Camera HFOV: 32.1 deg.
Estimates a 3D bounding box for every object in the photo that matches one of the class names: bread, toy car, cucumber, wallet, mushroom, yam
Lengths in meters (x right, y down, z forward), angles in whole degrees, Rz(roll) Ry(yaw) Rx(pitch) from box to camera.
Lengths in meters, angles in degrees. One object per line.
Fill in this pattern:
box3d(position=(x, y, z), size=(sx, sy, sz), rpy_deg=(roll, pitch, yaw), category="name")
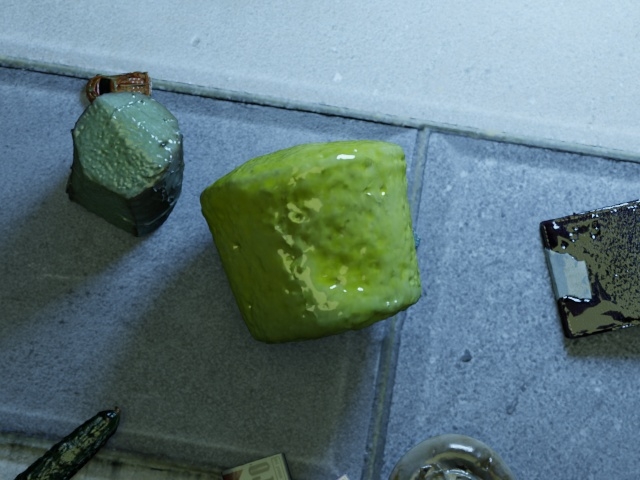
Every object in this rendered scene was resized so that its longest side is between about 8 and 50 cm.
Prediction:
box3d(position=(0.000, 0.000, 1.817), size=(0.348, 0.348, 0.307), rpy_deg=(-17, 87, -1), category="bread")
box3d(position=(-0.367, -0.277, 2.021), size=(0.122, 0.035, 0.059), rpy_deg=(-3, 84, -1), category="toy car")
box3d(position=(-0.450, 0.387, 1.899), size=(0.293, 0.067, 0.067), rpy_deg=(-41, 82, -6), category="cucumber")
box3d(position=(0.531, 0.042, 1.928), size=(0.262, 0.071, 0.221), rpy_deg=(-12, 81, 7), category="wallet")
box3d(position=(0.217, 0.428, 1.816), size=(0.226, 0.178, 0.226), rpy_deg=(0, 71, 0), category="mushroom")
box3d(position=(-0.326, -0.137, 1.882), size=(0.202, 0.271, 0.201), rpy_deg=(30, 81, 0), category="yam")

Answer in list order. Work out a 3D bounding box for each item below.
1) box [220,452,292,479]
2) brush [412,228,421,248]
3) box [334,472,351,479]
box3d(position=(-0.091, 0.461, 1.890), size=(0.115, 0.036, 0.177), rpy_deg=(-17, 81, 0), category="box")
box3d(position=(0.094, -0.047, 1.979), size=(0.070, 0.021, 0.196), rpy_deg=(-41, 80, -4), category="brush")
box3d(position=(0.043, 0.468, 1.880), size=(0.089, 0.043, 0.125), rpy_deg=(-34, 81, -4), category="box")
